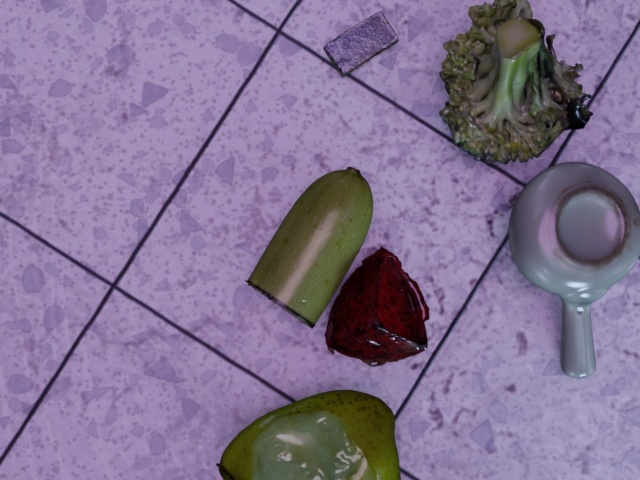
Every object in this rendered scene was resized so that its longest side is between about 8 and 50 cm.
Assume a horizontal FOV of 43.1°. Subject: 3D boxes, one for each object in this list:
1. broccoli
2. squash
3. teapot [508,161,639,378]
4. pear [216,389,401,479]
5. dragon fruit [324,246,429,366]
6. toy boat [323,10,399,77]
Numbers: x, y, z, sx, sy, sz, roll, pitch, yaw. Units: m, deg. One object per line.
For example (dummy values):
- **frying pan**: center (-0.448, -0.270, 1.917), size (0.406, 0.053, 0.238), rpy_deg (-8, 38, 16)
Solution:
- **broccoli**: center (0.301, -0.256, 1.223), size (0.247, 0.243, 0.263), rpy_deg (22, 81, 14)
- **squash**: center (0.000, 0.000, 1.262), size (0.132, 0.132, 0.247), rpy_deg (33, 86, 1)
- **teapot**: center (0.377, 0.041, 1.254), size (0.220, 0.149, 0.318), rpy_deg (18, 86, -6)
- **pear**: center (0.016, 0.344, 1.200), size (0.292, 0.159, 0.292), rpy_deg (1, 64, -1)
- **dragon fruit**: center (0.090, 0.109, 1.288), size (0.127, 0.120, 0.161), rpy_deg (-18, 54, 37)
- **toy boat**: center (0.067, -0.324, 1.338), size (0.115, 0.016, 0.063), rpy_deg (-33, 87, -3)
